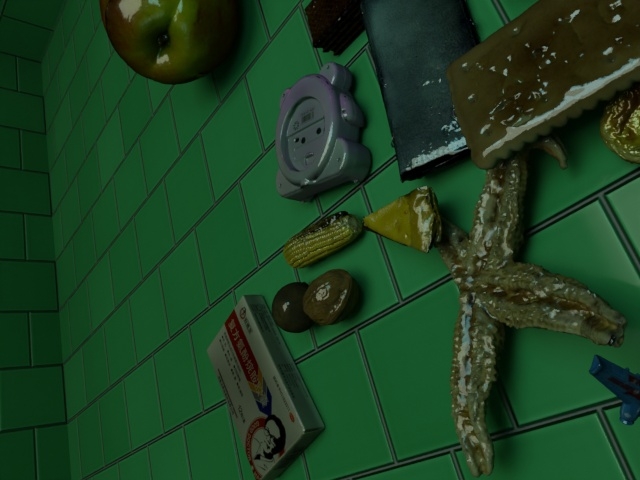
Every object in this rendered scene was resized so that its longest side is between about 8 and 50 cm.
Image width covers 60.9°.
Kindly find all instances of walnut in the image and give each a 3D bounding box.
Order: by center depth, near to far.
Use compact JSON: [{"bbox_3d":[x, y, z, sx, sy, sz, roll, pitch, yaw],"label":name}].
[{"bbox_3d":[0.021,0.107,1.030,0.124,0.105,0.105,-47,53,26],"label":"walnut"}]

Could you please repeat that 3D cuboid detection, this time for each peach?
[{"bbox_3d":[-0.379,-0.593,1.408,0.370,0.370,0.369,-7,80,48],"label":"peach"}]

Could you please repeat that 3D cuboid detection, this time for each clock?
[{"bbox_3d":[-0.007,-0.218,1.112,0.228,0.090,0.247,-16,72,47],"label":"clock"}]

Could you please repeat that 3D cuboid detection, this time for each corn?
[{"bbox_3d":[0.000,0.000,1.093,0.203,0.072,0.071,-28,66,44],"label":"corn"}]

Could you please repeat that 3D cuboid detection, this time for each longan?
[{"bbox_3d":[-0.048,0.134,1.115,0.106,0.106,0.119,-46,11,36],"label":"longan"}]

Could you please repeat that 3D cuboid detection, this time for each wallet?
[{"bbox_3d":[0.176,-0.300,0.915,0.191,0.046,0.378,-23,67,30],"label":"wallet"}]

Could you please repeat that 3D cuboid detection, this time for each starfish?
[{"bbox_3d":[0.264,0.075,0.742,0.324,0.083,0.431,134,141,-52],"label":"starfish"}]

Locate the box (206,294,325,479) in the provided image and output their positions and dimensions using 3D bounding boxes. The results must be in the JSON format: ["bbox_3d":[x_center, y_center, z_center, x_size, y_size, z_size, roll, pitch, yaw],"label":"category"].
[{"bbox_3d":[-0.137,0.322,1.219,0.214,0.069,0.353,-55,51,30],"label":"box"}]

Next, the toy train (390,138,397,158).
[{"bbox_3d":[0.165,-0.159,0.941,0.064,0.044,0.103,-39,58,33],"label":"toy train"}]

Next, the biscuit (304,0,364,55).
[{"bbox_3d":[0.067,-0.479,1.067,0.252,0.070,0.106,-34,60,42],"label":"biscuit"}]

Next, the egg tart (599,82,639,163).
[{"bbox_3d":[0.404,-0.156,0.657,0.130,0.052,0.130,-4,84,48],"label":"egg tart"}]

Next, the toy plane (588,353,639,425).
[{"bbox_3d":[0.395,0.161,0.557,0.105,0.254,0.271,-85,-6,-54],"label":"toy plane"}]

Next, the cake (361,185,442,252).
[{"bbox_3d":[0.146,-0.016,0.906,0.185,0.080,0.116,-33,65,52],"label":"cake"}]

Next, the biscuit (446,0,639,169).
[{"bbox_3d":[0.317,-0.248,0.710,0.325,0.044,0.217,-30,52,33],"label":"biscuit"}]
